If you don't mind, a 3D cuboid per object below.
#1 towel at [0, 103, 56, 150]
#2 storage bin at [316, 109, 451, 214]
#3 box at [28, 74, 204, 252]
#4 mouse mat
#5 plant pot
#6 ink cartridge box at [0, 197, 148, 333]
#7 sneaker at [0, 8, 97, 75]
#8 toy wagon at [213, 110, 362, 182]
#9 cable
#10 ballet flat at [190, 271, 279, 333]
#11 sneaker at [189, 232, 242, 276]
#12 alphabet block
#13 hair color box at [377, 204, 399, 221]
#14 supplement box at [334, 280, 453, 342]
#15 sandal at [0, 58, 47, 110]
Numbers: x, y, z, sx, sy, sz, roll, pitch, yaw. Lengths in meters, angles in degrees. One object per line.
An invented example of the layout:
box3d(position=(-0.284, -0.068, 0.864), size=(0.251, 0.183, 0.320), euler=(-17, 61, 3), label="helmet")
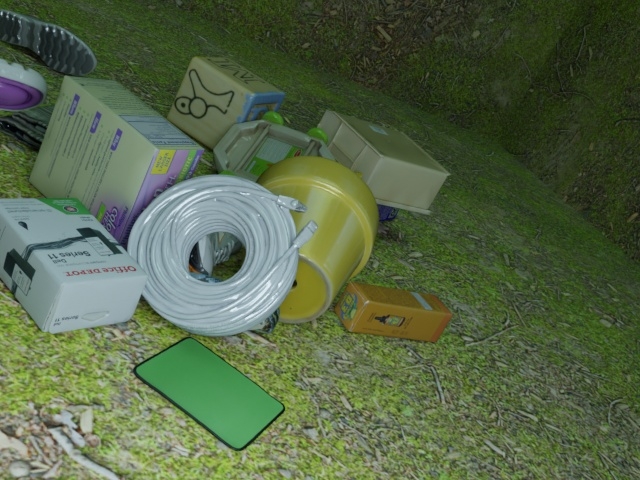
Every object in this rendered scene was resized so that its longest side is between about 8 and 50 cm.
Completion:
box3d(position=(-0.454, -0.210, 1.568), size=(0.312, 0.056, 0.324), euler=(29, 22, 2), label="towel")
box3d(position=(0.144, -0.202, 1.893), size=(0.262, 0.123, 0.260), euler=(8, 30, -41), label="storage bin")
box3d(position=(-0.353, -0.129, 1.288), size=(0.243, 0.213, 0.117), euler=(38, 24, 23), label="box")
box3d(position=(-0.152, 0.210, 1.057), size=(0.190, 0.007, 0.153), euler=(35, 23, 13), label="mouse mat")
box3d(position=(-0.034, 0.012, 1.349), size=(0.254, 0.254, 0.239), euler=(26, 36, -6), label="plant pot")
box3d(position=(-0.373, 0.029, 1.085), size=(0.208, 0.086, 0.153), euler=(41, 25, 27), label="ink cartridge box")
box3d(position=(-0.680, -0.510, 1.898), size=(0.281, 0.105, 0.115), euler=(29, 22, 3), label="sneaker")
box3d(position=(-0.073, -0.171, 1.749), size=(0.345, 0.068, 0.267), euler=(21, 48, 9), label="toy wagon")
box3d(position=(-0.162, 0.019, 1.163), size=(0.257, 0.257, 0.089), euler=(28, -17, 12), label="cable")
box3d(position=(-0.154, 0.105, 1.221), size=(0.189, 0.070, 0.070), euler=(18, 23, -15), label="ballet flat")
box3d(position=(-0.193, 0.006, 1.350), size=(0.121, 0.099, 0.262), euler=(25, 23, -21), label="sneaker")
box3d(position=(-0.243, -0.347, 1.946), size=(0.197, 0.192, 0.193), euler=(35, 21, 12), label="alphabet block")
box3d(position=(0.072, -0.130, 1.950), size=(0.185, 0.110, 0.339), euler=(36, 21, 22), label="hair color box")
box3d(position=(0.145, 0.141, 1.472), size=(0.234, 0.078, 0.080), euler=(11, 27, -38), label="supplement box")
box3d(position=(-0.684, -0.270, 1.311), size=(0.417, 0.169, 0.102), euler=(-1, 70, -36), label="sandal")
